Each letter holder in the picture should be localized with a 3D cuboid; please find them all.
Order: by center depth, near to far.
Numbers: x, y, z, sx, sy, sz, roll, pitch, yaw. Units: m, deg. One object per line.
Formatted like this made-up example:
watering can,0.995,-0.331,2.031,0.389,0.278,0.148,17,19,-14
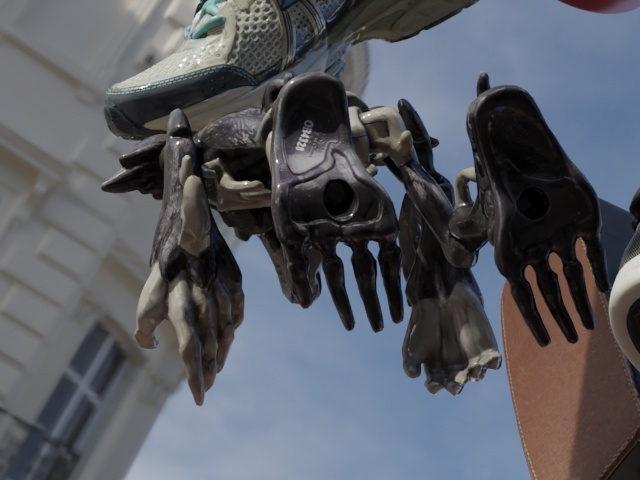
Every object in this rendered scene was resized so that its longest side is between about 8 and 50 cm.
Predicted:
letter holder,0.225,0.141,1.088,0.152,0.302,0.214,24,-60,-16

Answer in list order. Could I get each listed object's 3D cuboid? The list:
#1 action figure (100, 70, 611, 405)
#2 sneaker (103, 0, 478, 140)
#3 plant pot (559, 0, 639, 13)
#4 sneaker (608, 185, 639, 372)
action figure,0.000,0.000,0.571,0.164,0.141,0.276,-3,3,-14
sneaker,-0.027,-0.157,0.854,0.110,0.283,0.122,9,-52,54
plant pot,0.212,-0.289,0.961,0.201,0.201,0.180,33,-42,-10
sneaker,0.204,0.057,0.626,0.079,0.121,0.217,-12,-57,32
